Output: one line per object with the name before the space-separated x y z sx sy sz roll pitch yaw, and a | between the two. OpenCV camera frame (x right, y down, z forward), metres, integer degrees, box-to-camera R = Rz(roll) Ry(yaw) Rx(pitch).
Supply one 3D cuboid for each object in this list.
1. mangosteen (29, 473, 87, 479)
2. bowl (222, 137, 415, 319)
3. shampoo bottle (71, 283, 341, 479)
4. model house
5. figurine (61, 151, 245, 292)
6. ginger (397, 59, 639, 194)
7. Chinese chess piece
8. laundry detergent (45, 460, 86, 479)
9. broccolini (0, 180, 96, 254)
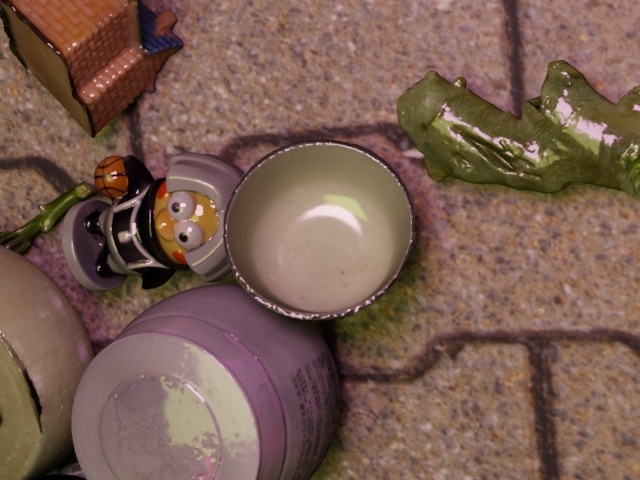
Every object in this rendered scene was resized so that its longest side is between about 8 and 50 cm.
mangosteen | -0.323 0.401 1.439 0.243 0.243 0.242 4 100 24
bowl | 0.000 0.000 1.332 0.211 0.112 0.211 -1 74 2
shampoo bottle | -0.125 0.191 1.356 0.273 0.266 0.273 3 98 23
model house | -0.267 -0.258 1.407 0.172 0.183 0.166 -40 76 -15
figurine | -0.187 -0.028 1.426 0.236 0.133 0.176 -11 96 28
ginger | 0.221 -0.119 1.256 0.290 0.089 0.137 0 117 29
Chinese chess piece | -0.462 0.167 1.531 0.349 0.146 0.349 10 117 19
laundry detergent | -0.350 0.353 1.589 0.226 0.070 0.099 -18 94 25
broccolini | -0.388 -0.022 1.555 0.216 0.067 0.058 -35 97 22
